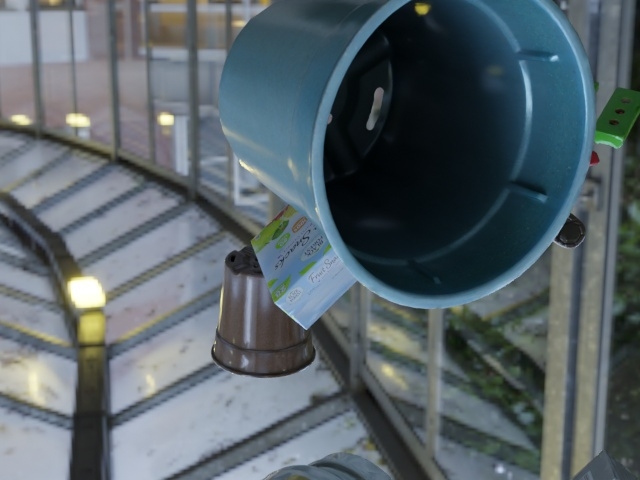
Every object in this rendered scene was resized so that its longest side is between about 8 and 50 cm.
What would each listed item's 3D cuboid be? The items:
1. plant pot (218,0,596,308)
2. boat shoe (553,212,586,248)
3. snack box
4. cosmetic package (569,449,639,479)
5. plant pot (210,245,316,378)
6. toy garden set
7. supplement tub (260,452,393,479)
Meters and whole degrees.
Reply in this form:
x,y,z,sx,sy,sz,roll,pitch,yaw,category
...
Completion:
x,y,z,sx,sy,sz,roll,pitch,yaw,category
0.065,-0.140,1.231,0.341,0.341,0.334,-7,-161,-27,plant pot
0.320,-0.058,1.692,0.190,0.068,0.072,44,-171,-2,boat shoe
0.000,0.000,1.517,0.070,0.174,0.207,41,-171,-26,snack box
0.468,0.439,1.639,0.238,0.127,0.107,39,-167,-8,cosmetic package
-0.087,0.104,1.724,0.167,0.165,0.167,3,-158,-1,plant pot
0.289,-0.154,1.497,0.244,0.049,0.204,18,-133,23,toy garden set
-0.054,0.416,1.314,0.241,0.241,0.331,13,-153,43,supplement tub
